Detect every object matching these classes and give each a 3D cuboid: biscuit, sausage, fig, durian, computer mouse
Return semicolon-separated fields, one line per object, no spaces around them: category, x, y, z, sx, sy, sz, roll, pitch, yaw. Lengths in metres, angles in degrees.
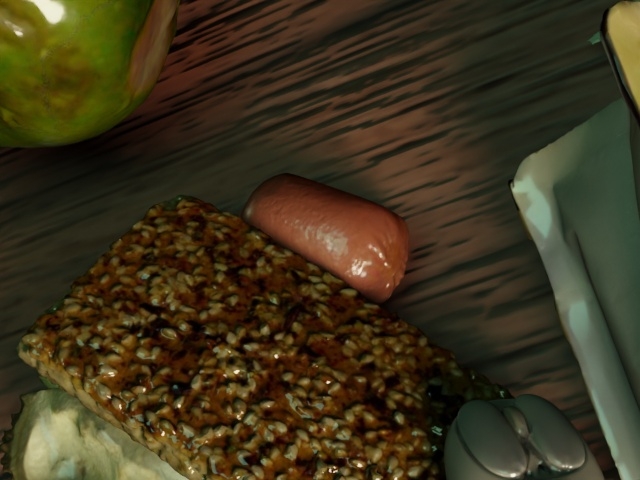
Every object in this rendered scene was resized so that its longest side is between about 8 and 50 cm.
biscuit;-0.015;0.066;0.597;0.231;0.025;0.131;31;52;15
sausage;0.000;0.000;0.672;0.094;0.059;0.054;19;84;28
fig;-0.174;-0.193;0.758;0.206;0.206;0.275;-6;58;23
durian;-0.065;0.111;0.650;0.188;0.091;0.148;26;66;38
computer mouse;0.088;0.103;0.545;0.066;0.039;0.096;-4;54;-12

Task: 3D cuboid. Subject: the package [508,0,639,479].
package;0.203;0.074;0.527;0.165;0.221;0.311;-47;54;52

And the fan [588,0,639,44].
fan;0.254;-0.197;0.641;0.310;0.010;0.182;-39;62;7
